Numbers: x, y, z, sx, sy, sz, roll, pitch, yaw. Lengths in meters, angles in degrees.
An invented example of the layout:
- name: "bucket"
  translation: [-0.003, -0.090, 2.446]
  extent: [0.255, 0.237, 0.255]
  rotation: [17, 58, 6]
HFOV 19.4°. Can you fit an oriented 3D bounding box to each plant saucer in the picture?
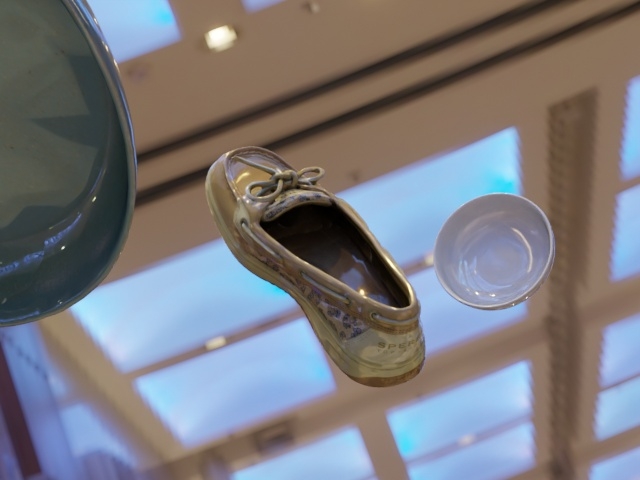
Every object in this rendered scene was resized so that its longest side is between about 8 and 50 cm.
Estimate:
- name: "plant saucer"
  translation: [-0.217, -0.087, 0.830]
  extent: [0.317, 0.318, 0.043]
  rotation: [-46, 10, 49]

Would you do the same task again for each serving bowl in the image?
- name: "serving bowl"
  translation: [0.119, 0.011, 1.254]
  extent: [0.083, 0.083, 0.027]
  rotation: [-26, -31, 12]

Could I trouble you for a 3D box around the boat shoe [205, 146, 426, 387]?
- name: "boat shoe"
  translation: [0.000, 0.000, 1.585]
  extent: [0.105, 0.285, 0.089]
  rotation: [-24, -38, -27]
